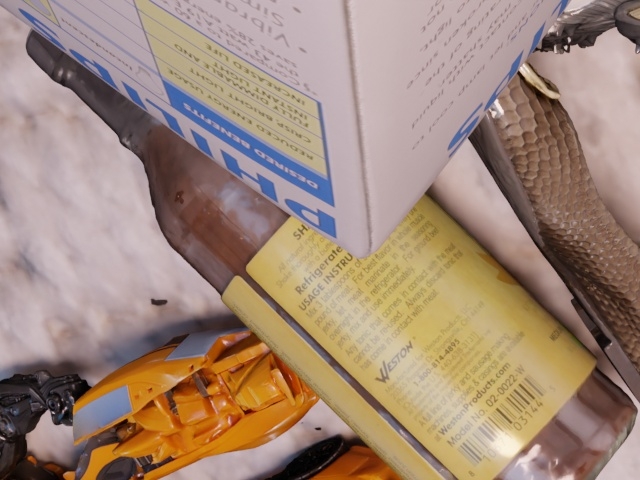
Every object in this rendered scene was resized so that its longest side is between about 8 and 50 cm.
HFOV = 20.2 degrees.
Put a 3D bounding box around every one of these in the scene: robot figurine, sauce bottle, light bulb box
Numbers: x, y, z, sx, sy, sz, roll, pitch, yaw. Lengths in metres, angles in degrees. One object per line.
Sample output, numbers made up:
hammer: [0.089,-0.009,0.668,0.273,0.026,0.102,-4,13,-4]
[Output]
robot figurine: [-0.086,0.150,1.009,0.291,0.085,0.211,-28,102,31]
sauce bottle: [0.000,0.000,0.876,0.344,0.111,0.111,46,123,4]
light bulb box: [-0.063,-0.219,0.594,0.358,0.361,0.225,36,80,11]

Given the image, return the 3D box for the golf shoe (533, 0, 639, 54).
golf shoe: [0.113,-0.129,0.803,0.198,0.077,0.093,4,95,22]

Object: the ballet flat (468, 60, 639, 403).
ballet flat: [0.122,-0.014,0.820,0.058,0.084,0.250,-33,125,5]
